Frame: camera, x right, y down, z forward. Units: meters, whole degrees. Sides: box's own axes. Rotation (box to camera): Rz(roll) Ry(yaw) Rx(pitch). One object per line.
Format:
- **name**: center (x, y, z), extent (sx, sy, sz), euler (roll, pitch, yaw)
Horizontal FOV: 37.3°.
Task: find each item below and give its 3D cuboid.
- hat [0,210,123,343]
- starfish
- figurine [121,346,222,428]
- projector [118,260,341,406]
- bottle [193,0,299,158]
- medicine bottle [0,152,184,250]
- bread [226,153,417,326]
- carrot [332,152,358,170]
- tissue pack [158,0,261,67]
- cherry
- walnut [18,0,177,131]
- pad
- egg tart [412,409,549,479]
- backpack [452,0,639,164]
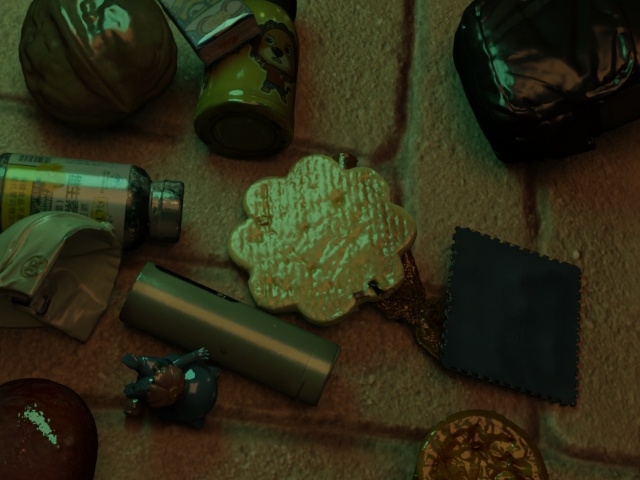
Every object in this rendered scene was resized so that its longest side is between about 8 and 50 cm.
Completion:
- **hat**: center (-0.458, 0.036, 1.397), extent (0.302, 0.258, 0.168), euler (4, 69, 4)
- **starfish**: center (0.187, 0.113, 1.594), extent (0.247, 0.050, 0.138), euler (43, 64, 2)
- **figurine**: center (-0.240, 0.213, 1.412), extent (0.145, 0.178, 0.114), euler (-5, 70, 29)
- **projector**: center (-0.140, 0.146, 1.478), extent (0.338, 0.108, 0.108), euler (24, 63, 0)
- **bottle**: center (-0.121, -0.333, 1.673), extent (0.172, 0.171, 0.351), euler (7, 64, -8)
- **medicine bottle**: center (-0.366, -0.058, 1.511), extent (0.293, 0.141, 0.141), euler (5, 64, -10)
- **bread**: center (0.000, 0.000, 1.575), extent (0.316, 0.054, 0.316), euler (-2, 66, 5)
- **carrot**: center (0.044, -0.083, 1.659), extent (0.048, 0.048, 0.139), euler (3, 67, -10)
- **tissue pack**: center (-0.186, -0.376, 1.584), extent (0.116, 0.065, 0.155), euler (-33, 60, -4)
- **cherry**: center (-0.410, 0.294, 1.285), extent (0.206, 0.239, 0.239), euler (16, 63, 5)
- **walnut**: center (-0.374, -0.318, 1.584), extent (0.273, 0.227, 0.273), euler (4, 59, -7)
- **pad**: center (0.328, 0.126, 1.602), extent (0.269, 0.012, 0.269), euler (20, 62, -16)
- **egg tart**: center (0.225, 0.364, 1.423), extent (0.203, 0.147, 0.202), euler (4, 66, -9)
- **backpack**: center (0.478, -0.329, 1.751), extent (0.446, 0.255, 0.363), euler (-12, 66, -1)
